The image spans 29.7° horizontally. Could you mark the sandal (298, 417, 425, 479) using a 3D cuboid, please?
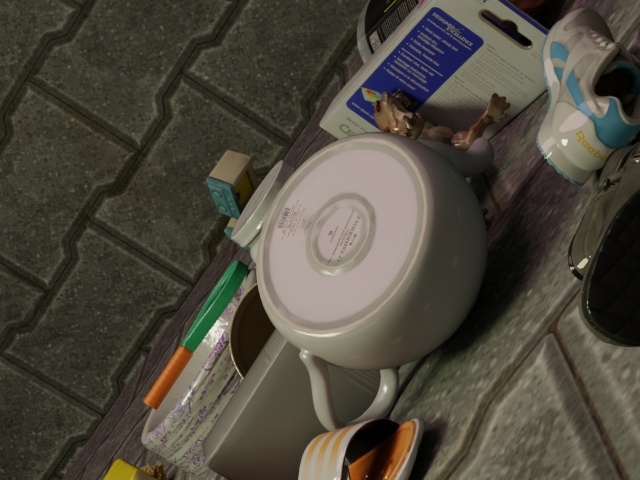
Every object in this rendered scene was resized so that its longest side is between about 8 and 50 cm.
[{"bbox_3d":[0.006,0.236,1.160,0.265,0.076,0.102,-45,16,49],"label":"sandal"}]

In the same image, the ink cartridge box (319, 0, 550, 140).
[{"bbox_3d":[0.156,-0.198,1.500,0.371,0.176,0.069,-42,18,56],"label":"ink cartridge box"}]

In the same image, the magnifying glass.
[{"bbox_3d":[-0.169,0.126,1.641,0.231,0.026,0.092,-59,9,-9],"label":"magnifying glass"}]

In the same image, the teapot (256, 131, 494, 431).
[{"bbox_3d":[0.072,0.030,1.214,0.256,0.187,0.252,-33,51,23],"label":"teapot"}]

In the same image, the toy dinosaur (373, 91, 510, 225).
[{"bbox_3d":[0.122,-0.057,1.422,0.200,0.127,0.295,120,162,-62],"label":"toy dinosaur"}]

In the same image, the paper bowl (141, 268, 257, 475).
[{"bbox_3d":[-0.110,0.191,1.648,0.284,0.148,0.284,-55,10,15],"label":"paper bowl"}]

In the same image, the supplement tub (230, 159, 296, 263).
[{"bbox_3d":[0.000,0.000,1.561,0.144,0.200,0.144,-55,10,14],"label":"supplement tub"}]

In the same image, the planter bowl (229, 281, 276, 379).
[{"bbox_3d":[-0.019,0.123,1.468,0.162,0.162,0.109,-58,-17,-5],"label":"planter bowl"}]

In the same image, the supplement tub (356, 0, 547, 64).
[{"bbox_3d":[0.191,-0.332,1.699,0.193,0.193,0.316,-61,10,-21],"label":"supplement tub"}]

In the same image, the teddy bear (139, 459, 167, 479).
[{"bbox_3d":[-0.351,0.510,2.001,0.245,0.113,0.338,-46,6,20],"label":"teddy bear"}]

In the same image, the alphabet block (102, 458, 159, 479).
[{"bbox_3d":[-0.168,0.360,1.258,0.192,0.197,0.193,-59,10,-15],"label":"alphabet block"}]

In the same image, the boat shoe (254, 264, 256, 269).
[{"bbox_3d":[0.013,-0.003,1.811,0.302,0.113,0.103,-48,-13,-2],"label":"boat shoe"}]

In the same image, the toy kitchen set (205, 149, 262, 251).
[{"bbox_3d":[-0.051,-0.011,1.666,0.166,0.207,0.122,75,-143,-56],"label":"toy kitchen set"}]

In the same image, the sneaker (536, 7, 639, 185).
[{"bbox_3d":[0.264,-0.151,1.135,0.092,0.087,0.228,-40,25,38],"label":"sneaker"}]

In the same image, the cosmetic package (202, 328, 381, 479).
[{"bbox_3d":[-0.018,0.171,1.338,0.238,0.127,0.107,-55,10,1],"label":"cosmetic package"}]

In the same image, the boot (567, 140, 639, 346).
[{"bbox_3d":[0.229,0.000,0.875,0.246,0.083,0.161,-56,1,-30],"label":"boot"}]
